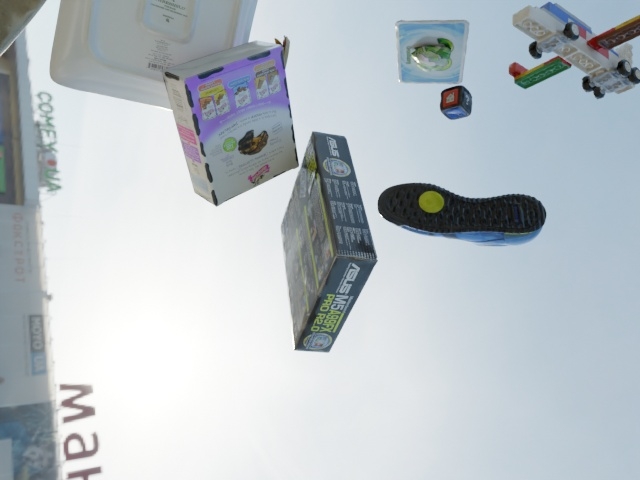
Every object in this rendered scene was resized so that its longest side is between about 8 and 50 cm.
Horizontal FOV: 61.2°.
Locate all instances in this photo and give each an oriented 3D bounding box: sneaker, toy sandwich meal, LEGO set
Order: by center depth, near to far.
[{"bbox_3d":[0.141,-0.157,0.364,0.182,0.244,0.060,4,-106,12],"label":"LEGO set"},{"bbox_3d":[0.176,-0.024,0.699,0.082,0.209,0.069,84,12,-68],"label":"sneaker"},{"bbox_3d":[-0.075,-0.310,0.929,0.085,0.029,0.086,-170,-90,-78],"label":"toy sandwich meal"}]

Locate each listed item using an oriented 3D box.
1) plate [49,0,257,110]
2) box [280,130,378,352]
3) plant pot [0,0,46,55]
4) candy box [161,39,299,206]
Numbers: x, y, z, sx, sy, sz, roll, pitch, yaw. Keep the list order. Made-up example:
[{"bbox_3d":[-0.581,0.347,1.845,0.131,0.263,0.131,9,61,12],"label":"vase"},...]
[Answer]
[{"bbox_3d":[-0.223,-0.332,0.783,0.045,0.277,0.278,30,-71,58],"label":"plate"},{"bbox_3d":[0.000,0.000,0.828,0.270,0.060,0.216,-100,-156,-44],"label":"box"},{"bbox_3d":[-0.206,-0.211,0.219,0.284,0.191,0.284,-45,-156,27],"label":"plant pot"},{"bbox_3d":[-0.125,-0.175,0.807,0.070,0.165,0.196,29,-42,41],"label":"candy box"}]
